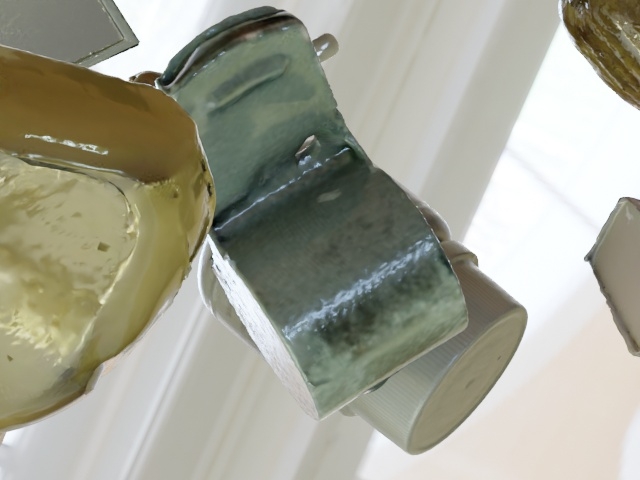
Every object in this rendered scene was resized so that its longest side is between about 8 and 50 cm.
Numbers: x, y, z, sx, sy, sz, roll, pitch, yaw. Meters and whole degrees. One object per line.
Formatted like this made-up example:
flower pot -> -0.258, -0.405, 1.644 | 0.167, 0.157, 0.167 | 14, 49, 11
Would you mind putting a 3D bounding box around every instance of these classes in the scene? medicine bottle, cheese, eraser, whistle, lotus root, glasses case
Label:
medicine bottle -> 0.047, 0.061, 1.810 | 0.306, 0.245, 0.245 | 39, -174, 21
cheese -> -0.211, 0.012, 1.021 | 0.259, 0.316, 0.128 | 17, -139, -8
eraser -> 0.368, 0.054, 1.380 | 0.287, 0.086, 0.130 | 12, -147, -28
whistle -> -0.016, -0.019, 1.497 | 0.405, 0.168, 0.188 | 62, 169, -17
lotus root -> 0.340, -0.191, 1.642 | 0.260, 0.128, 0.145 | 37, 173, -20
glasses case -> -0.015, -0.237, 2.153 | 0.032, 0.083, 0.021 | 61, 178, -6

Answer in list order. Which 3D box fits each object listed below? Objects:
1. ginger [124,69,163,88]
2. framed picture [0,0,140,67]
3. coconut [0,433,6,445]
ginger -> -0.162, -0.144, 2.068 | 0.204, 0.080, 0.104 | 33, -178, 28
framed picture -> -0.358, -0.291, 1.987 | 0.014, 0.197, 0.252 | -103, -13, -51
coconut -> -0.513, 0.214, 2.180 | 0.227, 0.227, 0.230 | 24, -179, 36
